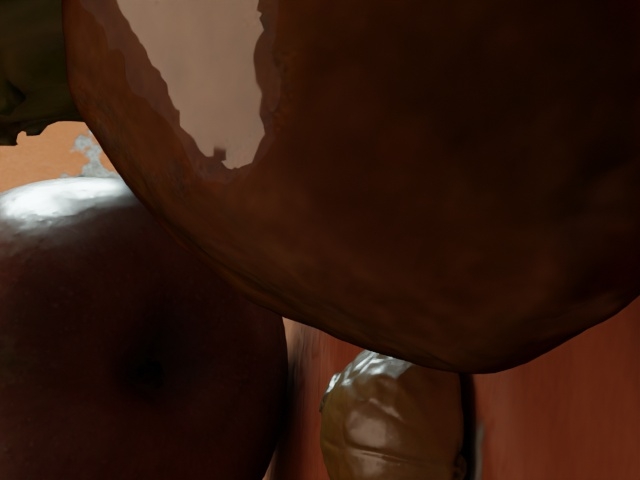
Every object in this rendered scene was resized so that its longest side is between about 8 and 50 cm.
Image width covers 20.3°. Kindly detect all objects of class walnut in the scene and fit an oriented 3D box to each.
[{"bbox_3d":[0.026,0.083,0.745,0.121,0.052,0.091,-137,52,-82],"label":"walnut"}]

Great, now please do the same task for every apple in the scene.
[{"bbox_3d":[-0.157,0.095,1.220,0.235,0.306,0.305,-30,52,58],"label":"apple"}]

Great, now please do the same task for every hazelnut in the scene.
[{"bbox_3d":[0.032,-0.049,0.462,0.182,0.182,0.182,-173,90,-82],"label":"hazelnut"}]

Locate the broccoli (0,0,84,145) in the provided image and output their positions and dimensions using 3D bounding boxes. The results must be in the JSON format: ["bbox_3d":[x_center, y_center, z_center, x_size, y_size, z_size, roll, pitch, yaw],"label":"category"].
[{"bbox_3d":[-0.077,-0.075,0.653,0.361,0.252,0.221,-37,-37,-43],"label":"broccoli"}]
